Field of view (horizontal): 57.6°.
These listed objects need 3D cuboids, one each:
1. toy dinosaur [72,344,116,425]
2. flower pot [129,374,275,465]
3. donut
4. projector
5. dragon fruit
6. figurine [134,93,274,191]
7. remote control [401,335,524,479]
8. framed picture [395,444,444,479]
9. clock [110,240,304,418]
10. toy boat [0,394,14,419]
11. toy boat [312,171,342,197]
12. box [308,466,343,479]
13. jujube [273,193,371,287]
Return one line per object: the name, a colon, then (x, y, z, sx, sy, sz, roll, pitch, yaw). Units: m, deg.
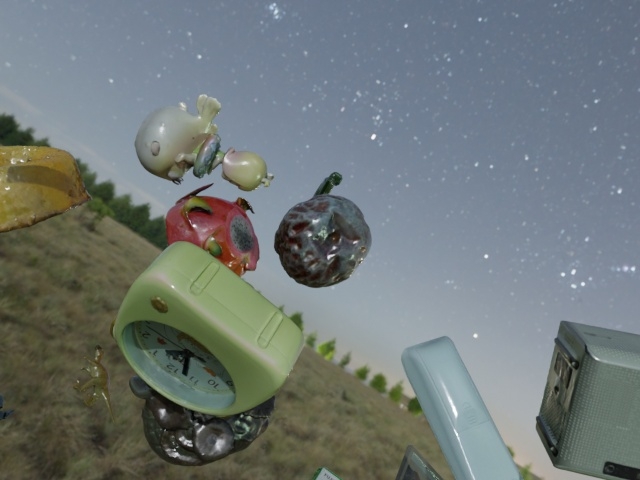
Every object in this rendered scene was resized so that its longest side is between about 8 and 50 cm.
toy dinosaur: (-0.521, 0.346, 1.405, 0.039, 0.126, 0.162, -28, -68, 40)
flower pot: (-0.253, 0.350, 1.278, 0.302, 0.301, 0.213, 2, -69, 71)
donut: (-0.559, -0.100, 1.043, 0.277, 0.109, 0.278, 2, 20, -1)
projector: (0.434, 0.225, 0.783, 0.242, 0.177, 0.163, 12, 11, 8)
dragon fruit: (-0.288, -0.009, 1.625, 0.189, 0.291, 0.290, -21, -36, 19)
figurine: (-0.311, -0.260, 1.643, 0.394, 0.275, 0.227, 24, 23, -7)
remote control: (0.229, 0.289, 0.909, 0.051, 0.103, 0.293, 114, -42, -56)
framed picture: (0.274, 0.699, 1.535, 0.018, 0.192, 0.265, -14, -56, 45)
clock: (-0.218, 0.179, 1.014, 0.286, 0.117, 0.348, 40, -44, -8)
toy boat: (-0.755, 0.309, 1.136, 0.122, 0.114, 0.296, -9, -35, 13)
toy boat: (-0.003, -0.107, 1.674, 0.052, 0.210, 0.104, 27, 18, -4)
box: (0.002, 0.590, 1.134, 0.180, 0.103, 0.250, 32, 33, 12)
jujube: (0.000, 0.000, 1.361, 0.226, 0.226, 0.317, 34, -4, -7)
